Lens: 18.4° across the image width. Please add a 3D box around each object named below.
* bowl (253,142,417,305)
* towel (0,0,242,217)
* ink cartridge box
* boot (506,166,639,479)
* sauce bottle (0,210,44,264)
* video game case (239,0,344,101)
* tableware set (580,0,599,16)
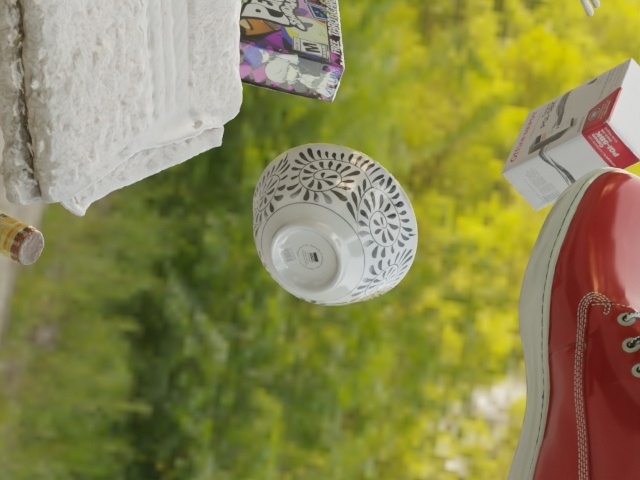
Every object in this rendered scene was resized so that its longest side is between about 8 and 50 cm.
[{"bbox_3d":[0.000,0.000,1.872,0.080,0.170,0.170,-52,153,-56],"label":"bowl"},{"bbox_3d":[-0.103,-0.165,0.999,0.187,0.049,0.282,-33,124,-56],"label":"towel"},{"bbox_3d":[0.246,-0.098,1.856,0.135,0.056,0.099,-27,-155,42],"label":"ink cartridge box"},{"bbox_3d":[0.185,0.068,1.043,0.176,0.088,0.244,-17,-120,54],"label":"boot"},{"bbox_3d":[-0.341,-0.014,2.027,0.042,0.128,0.042,-37,138,-42],"label":"sauce bottle"},{"bbox_3d":[-0.089,-0.214,1.642,0.232,0.210,0.041,-93,-159,-53],"label":"video game case"},{"bbox_3d":[0.184,-0.241,1.368,0.104,0.024,0.154,-51,121,-41],"label":"tableware set"}]
